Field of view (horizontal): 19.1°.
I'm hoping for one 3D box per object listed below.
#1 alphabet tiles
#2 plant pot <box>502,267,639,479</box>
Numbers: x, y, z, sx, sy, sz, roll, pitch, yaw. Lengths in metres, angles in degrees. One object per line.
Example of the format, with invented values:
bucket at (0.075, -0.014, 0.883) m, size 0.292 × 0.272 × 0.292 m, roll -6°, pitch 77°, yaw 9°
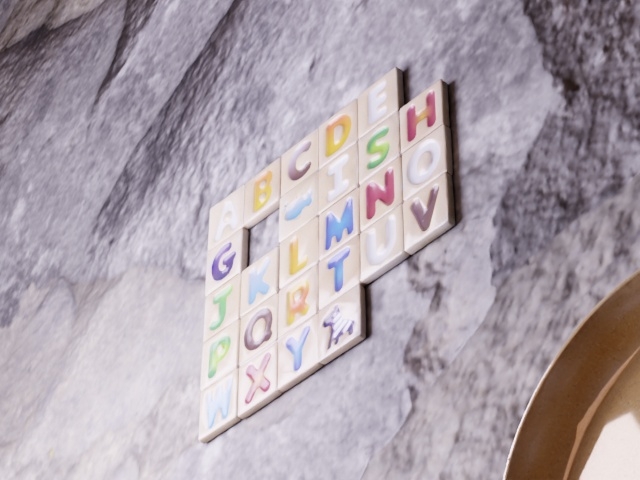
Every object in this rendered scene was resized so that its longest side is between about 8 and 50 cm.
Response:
alphabet tiles at (0.000, 0.000, 1.230) m, size 0.237 × 0.009 × 0.198 m, roll -36°, pitch 38°, yaw 36°
plant pot at (0.174, 0.106, 0.865) m, size 0.236 × 0.032 × 0.236 m, roll -36°, pitch 39°, yaw 36°
